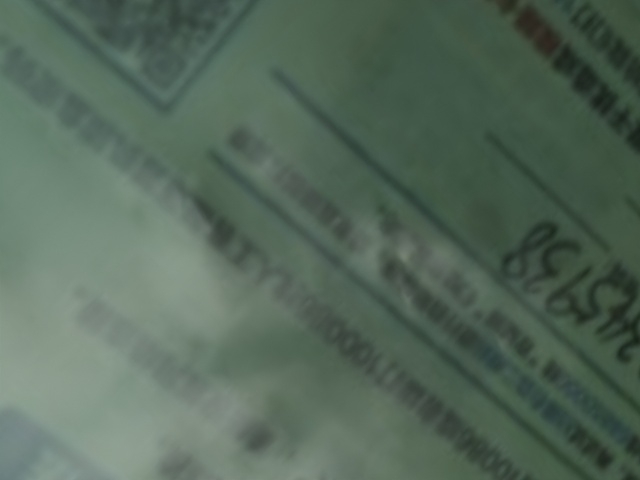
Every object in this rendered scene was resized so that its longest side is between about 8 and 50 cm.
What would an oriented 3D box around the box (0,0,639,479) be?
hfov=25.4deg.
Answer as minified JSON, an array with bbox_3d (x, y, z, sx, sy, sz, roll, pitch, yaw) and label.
[{"bbox_3d":[-0.001,-0.001,0.417,0.396,0.111,0.396,41,81,-23],"label":"box"}]
